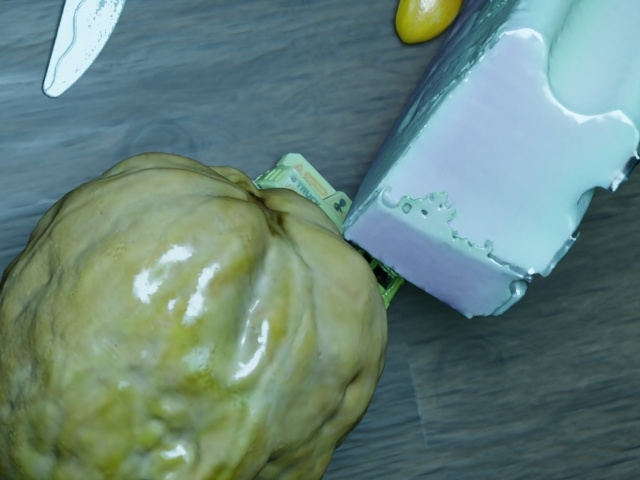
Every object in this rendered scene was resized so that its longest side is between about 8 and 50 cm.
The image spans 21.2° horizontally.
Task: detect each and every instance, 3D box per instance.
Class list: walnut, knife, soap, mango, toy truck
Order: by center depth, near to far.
[{"bbox_3d":[-0.122,0.106,1.367,0.306,0.306,0.344,30,114,-12],"label":"walnut"},{"bbox_3d":[0.194,-0.150,1.468,0.156,0.261,0.446,35,54,-7],"label":"soap"},{"bbox_3d":[-0.195,-0.250,1.507,0.063,0.034,0.260,10,91,-21],"label":"knife"},{"bbox_3d":[0.000,0.000,1.521,0.169,0.077,0.100,44,64,-6],"label":"toy truck"},{"bbox_3d":[0.099,-0.221,1.575,0.060,0.046,0.089,32,92,-9],"label":"mango"}]
